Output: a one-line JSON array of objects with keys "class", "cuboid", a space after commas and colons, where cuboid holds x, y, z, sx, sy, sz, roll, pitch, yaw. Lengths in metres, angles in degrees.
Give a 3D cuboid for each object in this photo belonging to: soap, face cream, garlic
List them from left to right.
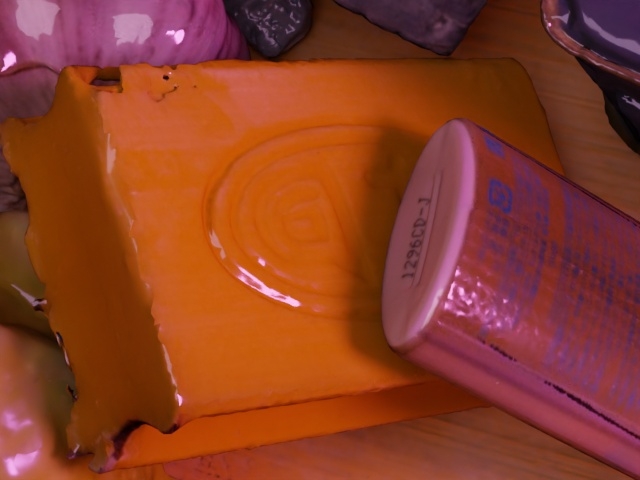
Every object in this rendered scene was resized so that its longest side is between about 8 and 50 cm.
[{"class": "garlic", "cuboid": [-0.171, -0.102, 1.110, 0.245, 0.245, 0.253, -36, 41, 6]}, {"class": "soap", "cuboid": [-0.001, 0.000, 0.975, 0.096, 0.324, 0.204, -33, 70, 47]}, {"class": "face cream", "cuboid": [0.164, 0.055, 0.966, 0.067, 0.285, 0.139, -26, 43, 52]}]

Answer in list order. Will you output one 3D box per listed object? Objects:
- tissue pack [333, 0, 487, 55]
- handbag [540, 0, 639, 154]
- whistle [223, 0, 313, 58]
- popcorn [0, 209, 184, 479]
[{"class": "tissue pack", "cuboid": [-0.020, -0.296, 1.007, 0.361, 0.122, 0.259, 29, 107, -5]}, {"class": "handbag", "cuboid": [0.264, -0.122, 0.961, 0.263, 0.241, 0.222, 27, 89, 17]}, {"class": "whistle", "cuboid": [-0.085, -0.214, 1.140, 0.123, 0.123, 0.223, -36, 88, 6]}, {"class": "popcorn", "cuboid": [-0.215, 0.155, 0.999, 0.293, 0.334, 0.292, -45, 35, -22]}]
